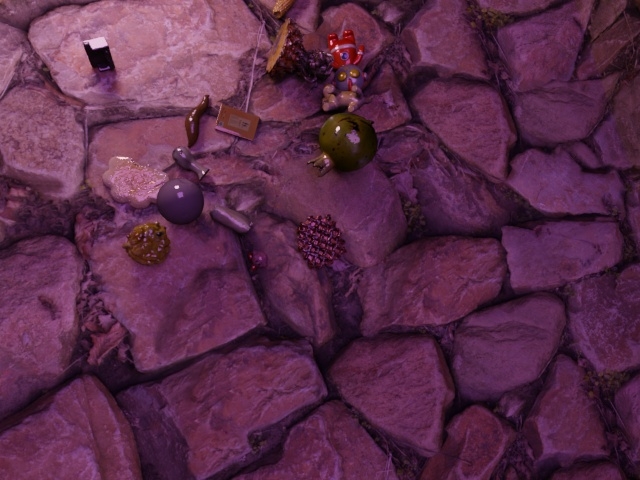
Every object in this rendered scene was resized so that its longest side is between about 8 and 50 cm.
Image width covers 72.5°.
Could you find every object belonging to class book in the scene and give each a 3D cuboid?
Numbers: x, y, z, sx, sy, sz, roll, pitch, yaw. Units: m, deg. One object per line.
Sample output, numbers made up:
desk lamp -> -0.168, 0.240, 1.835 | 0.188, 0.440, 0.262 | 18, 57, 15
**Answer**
book -> -0.359, -0.508, 1.886 | 0.172, 0.012, 0.118 | 16, 78, -13

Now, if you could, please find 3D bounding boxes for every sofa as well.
sofa -> -0.860, -0.716, 1.703 | 0.085, 0.147, 0.060 | -23, 85, -20

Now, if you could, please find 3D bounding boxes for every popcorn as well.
popcorn -> -0.652, 0.008, 1.664 | 0.173, 0.142, 0.174 | 1, 87, -13

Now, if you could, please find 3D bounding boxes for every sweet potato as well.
sweet potato -> -0.521, -0.511, 1.820 | 0.069, 0.059, 0.250 | 22, 73, -32

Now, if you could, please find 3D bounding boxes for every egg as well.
egg -> -0.536, -0.152, 1.674 | 0.176, 0.232, 0.176 | 3, 76, -13

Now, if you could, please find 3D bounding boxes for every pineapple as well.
pineapple -> -0.071, -0.790, 1.916 | 0.271, 0.262, 0.263 | 18, 78, -24

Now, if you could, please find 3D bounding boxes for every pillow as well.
pillow -> -0.365, -0.088, 1.770 | 0.181, 0.134, 0.078 | 29, 88, -10

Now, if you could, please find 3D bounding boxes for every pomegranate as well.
pomegranate -> 0.092, -0.405, 1.889 | 0.340, 0.260, 0.260 | -42, 95, -14

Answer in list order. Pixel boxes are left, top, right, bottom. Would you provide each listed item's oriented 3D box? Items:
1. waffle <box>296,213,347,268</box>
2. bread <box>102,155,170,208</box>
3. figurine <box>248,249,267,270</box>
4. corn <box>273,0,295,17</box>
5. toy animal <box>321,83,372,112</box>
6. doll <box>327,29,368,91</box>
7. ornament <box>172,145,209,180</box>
waffle -> 0.000, 0.000, 1.899 | 0.221, 0.055, 0.234 | -27, 95, -19
bread -> -0.732, -0.222, 1.728 | 0.250, 0.039, 0.182 | 22, 77, -12
figurine -> -0.255, 0.076, 1.808 | 0.083, 0.071, 0.067 | 65, 31, -8
corn -> -0.151, -1.105, 1.999 | 0.067, 0.067, 0.206 | 31, 75, -10
toy animal -> 0.090, -0.623, 1.914 | 0.168, 0.233, 0.121 | -23, 120, -56
doll -> 0.118, -0.799, 2.011 | 0.199, 0.105, 0.337 | -10, 84, 4
ornament -> -0.535, -0.316, 1.781 | 0.156, 0.081, 0.075 | 39, 40, -11
